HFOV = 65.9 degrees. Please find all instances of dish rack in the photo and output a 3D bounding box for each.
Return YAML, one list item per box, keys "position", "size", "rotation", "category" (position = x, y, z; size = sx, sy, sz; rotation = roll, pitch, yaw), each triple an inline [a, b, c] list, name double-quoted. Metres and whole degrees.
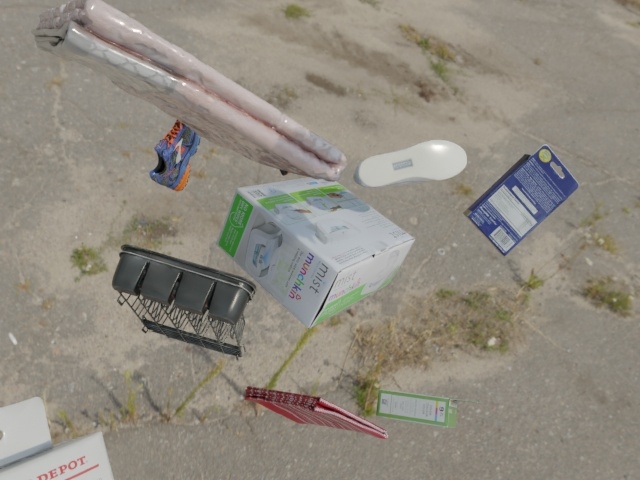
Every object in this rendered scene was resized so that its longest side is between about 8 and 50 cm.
- position: [-0.212, 0.117, 0.807]
  size: [0.208, 0.271, 0.074]
  rotation: [17, 63, 3]
  category: "dish rack"

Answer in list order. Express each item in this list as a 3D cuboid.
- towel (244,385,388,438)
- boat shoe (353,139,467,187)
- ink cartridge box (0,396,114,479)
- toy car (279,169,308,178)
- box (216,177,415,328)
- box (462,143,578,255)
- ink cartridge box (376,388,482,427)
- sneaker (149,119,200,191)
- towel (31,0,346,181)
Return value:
- position: [-0.019, 0.362, 1.035]
  size: [0.199, 0.275, 0.031]
  rotation: [35, 61, -29]
  category: "towel"
- position: [0.142, -0.117, 0.799]
  size: [0.184, 0.063, 0.066]
  rotation: [-17, 96, -9]
  category: "boat shoe"
- position: [-0.354, 0.372, 0.587]
  size: [0.207, 0.119, 0.353]
  rotation: [-4, 72, -61]
  category: "ink cartridge box"
- position: [-0.078, -0.211, 1.603]
  size: [0.122, 0.060, 0.041]
  rotation: [48, 27, 18]
  category: "toy car"
- position: [0.000, 0.000, 0.872]
  size: [0.231, 0.126, 0.262]
  rotation: [39, 30, 22]
  category: "box"
- position: [0.445, -0.090, 1.095]
  size: [0.136, 0.225, 0.036]
  rotation: [44, 8, -14]
  category: "box"
- position: [0.237, 0.368, 1.071]
  size: [0.209, 0.109, 0.062]
  rotation: [-1, 70, 24]
  category: "ink cartridge box"
- position: [-0.343, -0.221, 1.166]
  size: [0.087, 0.221, 0.083]
  rotation: [6, 22, -36]
  category: "sneaker"
- position: [-0.171, -0.174, 0.608]
  size: [0.317, 0.053, 0.332]
  rotation: [24, 3, -38]
  category: "towel"
